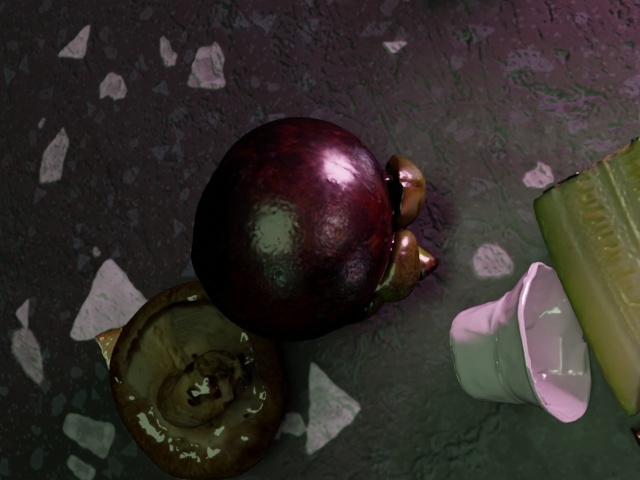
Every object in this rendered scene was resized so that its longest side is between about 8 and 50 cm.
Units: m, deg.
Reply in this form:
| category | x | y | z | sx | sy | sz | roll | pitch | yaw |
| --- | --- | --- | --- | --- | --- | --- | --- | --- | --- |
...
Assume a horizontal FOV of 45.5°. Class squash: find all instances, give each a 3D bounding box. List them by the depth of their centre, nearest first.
| category | x | y | z | sx | sy | sz | roll | pitch | yaw |
| --- | --- | --- | --- | --- | --- | --- | --- | --- | --- |
| squash | 0.401 | 0.033 | 0.908 | 0.203 | 0.111 | 0.288 | -34 | 70 | 35 |

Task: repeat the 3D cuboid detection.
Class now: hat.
| category | x | y | z | sx | sy | sz | roll | pitch | yaw |
| --- | --- | --- | --- | --- | --- | --- | --- | --- | --- |
| hat | 0.237 | 0.132 | 0.938 | 0.126 | 0.203 | 0.203 | -16 | 79 | 35 |

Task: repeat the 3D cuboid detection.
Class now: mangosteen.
| category | x | y | z | sx | sy | sz | roll | pitch | yaw |
| --- | --- | --- | --- | --- | --- | --- | --- | --- | --- |
| mangosteen | -0.015 | -0.003 | 0.977 | 0.300 | 0.300 | 0.300 | -2 | 84 | 20 |

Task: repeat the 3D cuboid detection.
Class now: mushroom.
| category | x | y | z | sx | sy | sz | roll | pitch | yaw |
| --- | --- | --- | --- | --- | --- | --- | --- | --- | --- |
| mushroom | -0.182 | 0.187 | 1.061 | 0.267 | 0.254 | 0.267 | -11 | 57 | 18 |

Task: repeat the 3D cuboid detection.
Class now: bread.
| category | x | y | z | sx | sy | sz | roll | pitch | yaw |
| --- | --- | --- | --- | --- | --- | --- | --- | --- | --- |
| bread | -0.266 | 0.159 | 1.161 | 0.109 | 0.080 | 0.084 | -25 | 80 | 19 |

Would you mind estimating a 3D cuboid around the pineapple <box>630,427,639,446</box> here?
| category | x | y | z | sx | sy | sz | roll | pitch | yaw |
| --- | --- | --- | --- | --- | --- | --- | --- | --- | --- |
| pineapple | 0.429 | 0.248 | 0.911 | 0.116 | 0.069 | 0.137 | 22 | 84 | 26 |
